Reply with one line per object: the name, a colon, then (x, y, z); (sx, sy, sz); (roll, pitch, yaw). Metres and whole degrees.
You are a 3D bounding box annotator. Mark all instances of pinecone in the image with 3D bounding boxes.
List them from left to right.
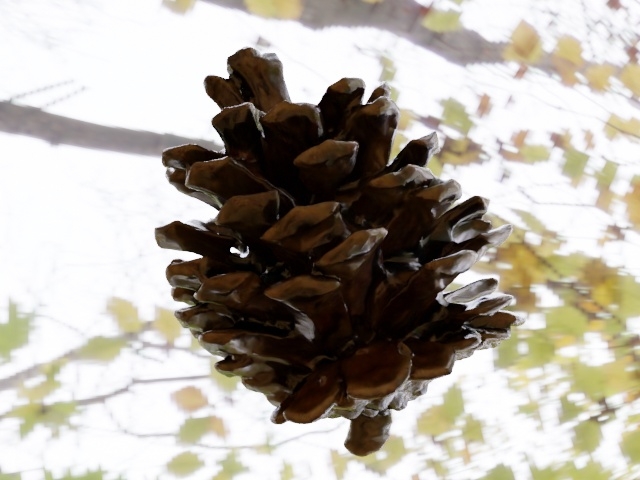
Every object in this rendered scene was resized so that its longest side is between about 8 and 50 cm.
pinecone: (-0.002, 0.001, 1.025); (0.168, 0.185, 0.212); (-39, -90, -9)
